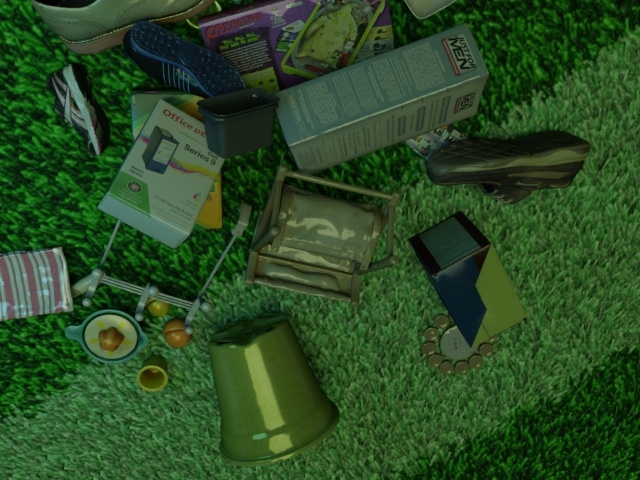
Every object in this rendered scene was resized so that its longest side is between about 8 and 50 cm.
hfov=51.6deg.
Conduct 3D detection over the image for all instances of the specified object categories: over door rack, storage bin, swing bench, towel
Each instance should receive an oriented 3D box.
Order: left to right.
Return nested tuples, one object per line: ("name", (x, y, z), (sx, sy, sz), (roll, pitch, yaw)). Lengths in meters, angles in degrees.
("towel", (-0.624, 0.094, 1.388), (0.197, 0.029, 0.144), (-7, 101, 1))
("over door rack", (-0.309, 0.041, 1.305), (0.240, 0.108, 0.324), (20, 119, -19))
("storage bin", (-0.147, -0.206, 1.169), (0.135, 0.098, 0.091), (-22, 130, -34))
("swing bench", (0.000, 0.000, 1.354), (0.254, 0.165, 0.254), (13, 151, -13))

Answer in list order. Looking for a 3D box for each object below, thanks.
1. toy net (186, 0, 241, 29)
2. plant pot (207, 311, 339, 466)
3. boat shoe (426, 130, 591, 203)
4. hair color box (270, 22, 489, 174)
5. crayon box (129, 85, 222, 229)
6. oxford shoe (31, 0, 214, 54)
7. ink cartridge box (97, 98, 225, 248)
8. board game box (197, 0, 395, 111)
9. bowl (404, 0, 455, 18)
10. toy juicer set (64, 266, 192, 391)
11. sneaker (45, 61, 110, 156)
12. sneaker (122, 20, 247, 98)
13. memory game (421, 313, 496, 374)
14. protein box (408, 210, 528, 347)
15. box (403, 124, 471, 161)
("toy net", (-0.145, -0.470, 1.229), (0.122, 0.045, 0.232), (41, 102, -19))
("plant pot", (-0.125, 0.304, 1.447), (0.276, 0.276, 0.253), (-17, 101, 0))
("boat shoe", (0.389, -0.137, 1.364), (0.356, 0.132, 0.130), (-7, 119, -12))
("hair color box", (0.112, -0.257, 1.256), (0.375, 0.185, 0.113), (-19, 77, 2))
("crayon box", (-0.279, -0.162, 1.317), (0.166, 0.081, 0.278), (-1, 112, -6))
("oxford shoe", (-0.302, -0.456, 1.140), (0.397, 0.146, 0.140), (-29, 75, 4))
("ink cartridge box", (-0.271, -0.119, 1.180), (0.154, 0.093, 0.212), (30, 61, -18))
("board game box", (-0.034, -0.366, 1.258), (0.347, 0.056, 0.208), (-15, 131, -1))
("bowl", (0.205, -0.509, 1.249), (0.142, 0.053, 0.142), (-31, 112, 7))
("toy juicer set", (-0.431, 0.178, 1.433), (0.329, 0.089, 0.209), (37, 104, -18))
("sneaker", (-0.469, -0.247, 1.279), (0.077, 0.072, 0.178), (-12, 105, 11))
("sneaker", (-0.246, -0.313, 1.204), (0.232, 0.090, 0.081), (29, 73, -24))
("memory game", (0.332, 0.241, 1.587), (0.186, 0.012, 0.186), (-2, 111, -6))
("protein box", (0.310, 0.078, 1.416), (0.136, 0.201, 0.199), (-29, 112, 5))
("box", (0.242, -0.210, 1.387), (0.137, 0.027, 0.094), (35, 103, -18))
